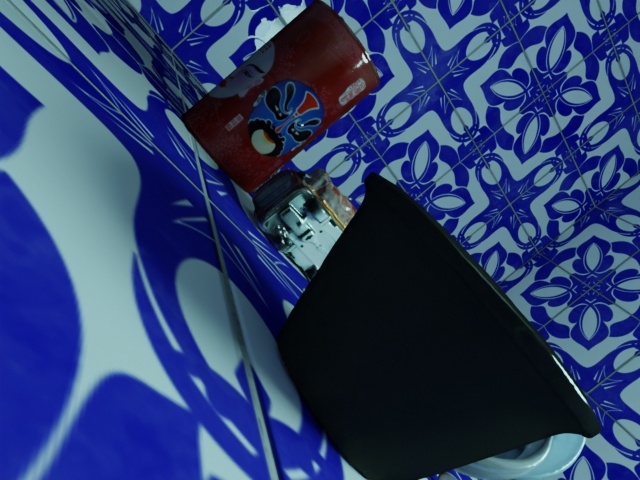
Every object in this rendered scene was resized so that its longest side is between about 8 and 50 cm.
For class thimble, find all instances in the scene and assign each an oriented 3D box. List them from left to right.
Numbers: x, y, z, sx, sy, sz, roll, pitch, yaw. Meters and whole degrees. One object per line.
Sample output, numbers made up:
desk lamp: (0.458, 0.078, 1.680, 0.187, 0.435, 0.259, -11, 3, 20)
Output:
thimble: (0.014, -0.077, 1.435, 0.239, 0.162, 0.239, 51, 3, -4)

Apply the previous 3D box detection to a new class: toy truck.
toy truck: (0.000, 0.000, 0.862, 0.270, 0.114, 0.135, 48, 8, -36)

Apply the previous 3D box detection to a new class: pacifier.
pacifier: (0.213, 0.238, 0.736, 0.300, 0.244, 0.233, 28, -36, 17)

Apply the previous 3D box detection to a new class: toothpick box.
toothpick box: (-0.076, -0.272, 0.977, 0.204, 0.333, 0.204, 49, 3, -4)

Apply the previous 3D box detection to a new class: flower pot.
flower pot: (0.072, 0.090, 0.430, 0.269, 0.166, 0.269, 51, 6, -7)

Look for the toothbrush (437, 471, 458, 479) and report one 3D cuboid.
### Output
toothbrush: (0.215, 0.361, 0.479, 0.307, 0.025, 0.029, 52, -4, 30)
